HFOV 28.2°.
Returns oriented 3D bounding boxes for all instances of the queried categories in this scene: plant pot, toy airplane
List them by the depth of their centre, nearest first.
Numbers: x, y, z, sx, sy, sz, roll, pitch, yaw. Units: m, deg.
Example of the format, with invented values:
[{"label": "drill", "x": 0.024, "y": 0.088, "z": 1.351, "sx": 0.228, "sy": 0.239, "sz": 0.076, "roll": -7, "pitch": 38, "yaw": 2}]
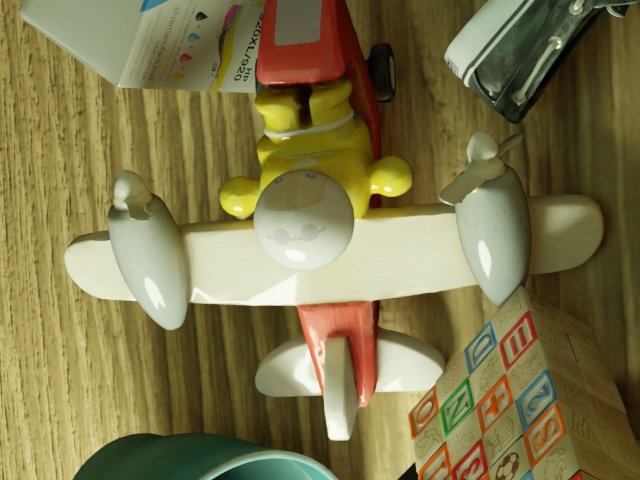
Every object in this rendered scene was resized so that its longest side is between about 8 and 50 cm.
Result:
[{"label": "toy airplane", "x": 0.000, "y": 0.000, "z": 1.169, "sx": 0.384, "sy": 0.272, "sz": 0.386, "roll": 42, "pitch": 100, "yaw": 4}, {"label": "plant pot", "x": -0.139, "y": 0.317, "z": 1.330, "sx": 0.255, "sy": 0.272, "sz": 0.271, "roll": 14, "pitch": 102, "yaw": 52}]

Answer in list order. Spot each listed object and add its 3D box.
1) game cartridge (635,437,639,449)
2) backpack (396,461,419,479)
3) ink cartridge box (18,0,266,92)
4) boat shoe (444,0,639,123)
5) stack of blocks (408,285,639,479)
[{"label": "game cartridge", "x": 0.305, "y": 0.271, "z": 1.087, "sx": 0.294, "sy": 0.060, "sz": 0.196, "roll": 2, "pitch": 90, "yaw": 39}, {"label": "backpack", "x": 0.132, "y": 0.267, "z": 1.200, "sx": 0.120, "sy": 0.098, "sz": 0.101, "roll": 8, "pitch": 127, "yaw": 39}, {"label": "ink cartridge box", "x": -0.147, "y": -0.262, "z": 1.302, "sx": 0.168, "sy": 0.233, "sz": 0.171, "roll": 36, "pitch": 114, "yaw": 30}, {"label": "boat shoe", "x": 0.238, "y": -0.228, "z": 1.066, "sx": 0.105, "sy": 0.113, "sz": 0.306, "roll": 47, "pitch": 108, "yaw": 12}, {"label": "stack of blocks", "x": 0.167, "y": 0.192, "z": 1.034, "sx": 0.171, "sy": 0.087, "sz": 0.297, "roll": -52, "pitch": 18, "yaw": 22}]
